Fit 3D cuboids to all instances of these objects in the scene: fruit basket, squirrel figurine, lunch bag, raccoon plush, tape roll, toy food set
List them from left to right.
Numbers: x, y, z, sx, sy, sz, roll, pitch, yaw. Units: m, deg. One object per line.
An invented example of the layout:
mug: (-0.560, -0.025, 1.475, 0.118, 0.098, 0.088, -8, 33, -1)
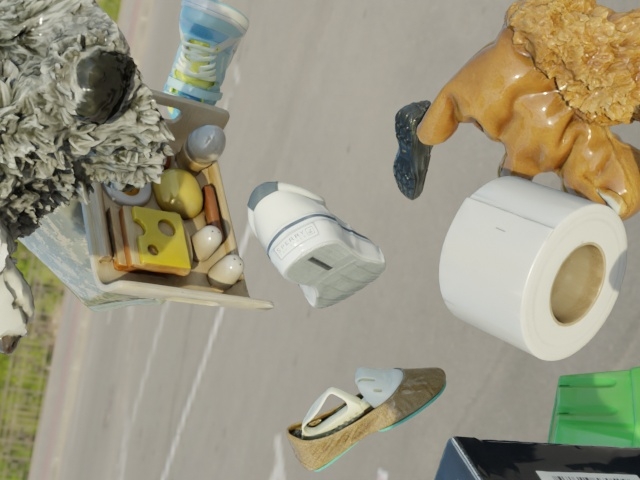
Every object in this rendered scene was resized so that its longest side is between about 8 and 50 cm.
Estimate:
raccoon plush: (-0.326, -0.116, 0.757, 0.446, 0.299, 0.216, 51, 166, 22)
lunch bag: (-0.349, -0.018, 1.468, 0.287, 0.235, 0.169, -11, 40, 47)
toy food set: (-0.180, -0.057, 1.210, 0.092, 0.219, 0.306, -41, 52, 38)
tape roll: (0.323, 0.040, 1.469, 0.169, 0.246, 0.246, 26, 107, 46)
squirrel figurine: (0.432, -0.214, 1.634, 0.370, 0.281, 0.397, 48, 140, 16)
fruit basket: (0.604, 0.433, 1.808, 0.283, 0.392, 0.392, -58, -11, -62)

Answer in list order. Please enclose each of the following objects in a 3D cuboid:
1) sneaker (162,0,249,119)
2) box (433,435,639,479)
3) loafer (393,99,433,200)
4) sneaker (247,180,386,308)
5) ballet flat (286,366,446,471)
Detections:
sneaker: (-0.221, -0.320, 1.773, 0.319, 0.127, 0.208, 118, 172, -87)
box: (0.255, 0.445, 1.092, 0.212, 0.293, 0.396, -123, 44, -61)
loafer: (0.189, -0.173, 1.890, 0.076, 0.078, 0.223, 41, 149, 36)
sneaker: (0.000, 0.000, 0.962, 0.091, 0.094, 0.258, 60, -177, 18)
ballet flat: (0.072, 0.315, 1.840, 0.342, 0.124, 0.116, -34, 20, 20)
